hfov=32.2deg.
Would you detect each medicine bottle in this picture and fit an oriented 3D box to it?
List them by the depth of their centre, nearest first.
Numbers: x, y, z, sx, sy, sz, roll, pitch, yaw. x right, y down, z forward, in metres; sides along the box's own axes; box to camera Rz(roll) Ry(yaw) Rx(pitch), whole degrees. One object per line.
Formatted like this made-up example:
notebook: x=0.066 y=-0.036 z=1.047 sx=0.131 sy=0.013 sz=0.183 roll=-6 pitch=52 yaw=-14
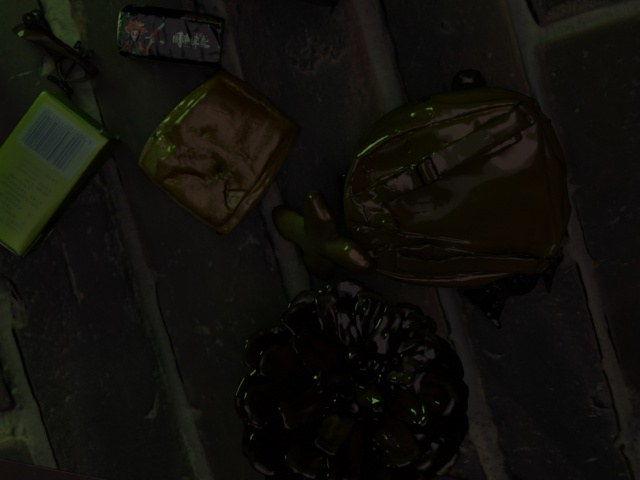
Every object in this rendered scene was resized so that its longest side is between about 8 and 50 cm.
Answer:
medicine bottle: x=-0.456 y=-0.109 z=1.807 sx=0.141 sy=0.137 sz=0.250 roll=38 pitch=93 yaw=-9

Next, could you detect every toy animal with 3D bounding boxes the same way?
toy animal: x=0.340 y=0.076 z=1.929 sx=0.202 sy=0.070 sz=0.105 roll=-26 pitch=141 yaw=-9

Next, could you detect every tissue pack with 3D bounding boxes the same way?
tissue pack: x=-0.244 y=-0.335 z=1.816 sx=0.170 sy=0.103 sz=0.090 roll=5 pitch=103 yaw=-5

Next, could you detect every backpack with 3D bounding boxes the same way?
backpack: x=0.218 y=-0.093 z=1.828 sx=0.378 sy=0.201 sz=0.354 roll=-5 pitch=107 yaw=-1

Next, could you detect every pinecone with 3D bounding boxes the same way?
pinecone: x=0.041 y=0.254 z=1.780 sx=0.397 sy=0.398 sz=0.398 roll=-1 pitch=97 yaw=-5

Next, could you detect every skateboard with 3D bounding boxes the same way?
skateboard: x=-0.439 y=-0.307 z=1.827 sx=0.151 sy=0.067 sz=0.080 roll=36 pitch=102 yaw=-11

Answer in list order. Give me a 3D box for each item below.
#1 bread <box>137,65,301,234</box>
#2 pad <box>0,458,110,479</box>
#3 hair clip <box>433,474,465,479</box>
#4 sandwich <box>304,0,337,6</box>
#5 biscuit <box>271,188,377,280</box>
bread: x=-0.166 y=-0.151 z=1.844 sx=0.210 sy=0.099 sz=0.235 roll=38 pitch=93 yaw=-7
pad: x=-0.467 y=0.488 z=1.942 sx=0.267 sy=0.004 sz=0.181 roll=12 pitch=95 yaw=-5
hair clip: x=0.230 y=0.484 z=1.968 sx=0.358 sy=0.110 sz=0.095 roll=28 pitch=134 yaw=-11
sandwich: x=-0.046 y=-0.429 z=1.765 sx=0.186 sy=0.215 sz=0.065 roll=14 pitch=95 yaw=-9
biscuit: x=-0.001 y=-0.001 z=1.823 sx=0.047 sy=0.208 sz=0.164 roll=-43 pitch=100 yaw=-18
